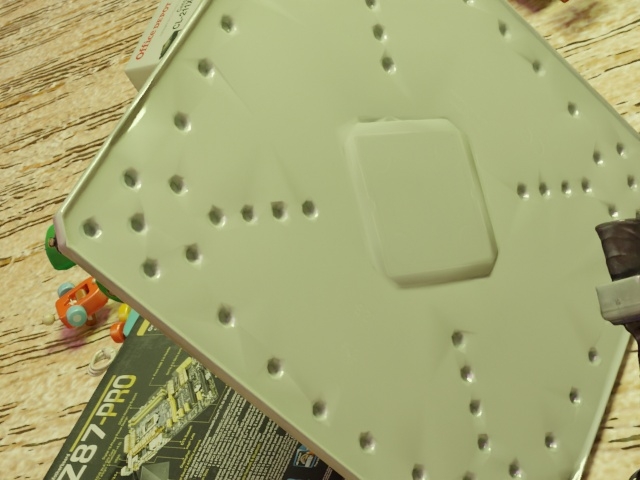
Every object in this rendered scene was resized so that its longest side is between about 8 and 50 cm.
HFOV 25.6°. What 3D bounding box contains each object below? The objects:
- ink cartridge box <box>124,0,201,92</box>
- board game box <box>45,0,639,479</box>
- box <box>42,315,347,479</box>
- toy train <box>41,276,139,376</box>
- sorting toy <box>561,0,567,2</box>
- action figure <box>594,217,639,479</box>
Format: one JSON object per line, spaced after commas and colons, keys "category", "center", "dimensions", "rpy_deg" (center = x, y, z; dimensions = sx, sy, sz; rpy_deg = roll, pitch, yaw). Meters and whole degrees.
{"category": "ink cartridge box", "center": [-0.110, -0.214, 1.532], "dimensions": [0.175, 0.072, 0.127], "rpy_deg": [-8, 44, 30]}
{"category": "board game box", "center": [0.055, -0.020, 0.943], "dimensions": [0.050, 0.390, 0.390], "rpy_deg": [-25, 30, 50]}
{"category": "box", "center": [-0.003, 0.073, 1.107], "dimensions": [0.318, 0.097, 0.395], "rpy_deg": [-1, 47, 34]}
{"category": "toy train", "center": [-0.183, 0.072, 1.289], "dimensions": [0.125, 0.046, 0.166], "rpy_deg": [-38, 33, -4]}
{"category": "sorting toy", "center": [0.229, -0.294, 1.387], "dimensions": [0.132, 0.046, 0.274], "rpy_deg": [-37, 36, -5]}
{"category": "action figure", "center": [0.226, 0.124, 0.827], "dimensions": [0.185, 0.099, 0.285], "rpy_deg": [-10, 71, 48]}
